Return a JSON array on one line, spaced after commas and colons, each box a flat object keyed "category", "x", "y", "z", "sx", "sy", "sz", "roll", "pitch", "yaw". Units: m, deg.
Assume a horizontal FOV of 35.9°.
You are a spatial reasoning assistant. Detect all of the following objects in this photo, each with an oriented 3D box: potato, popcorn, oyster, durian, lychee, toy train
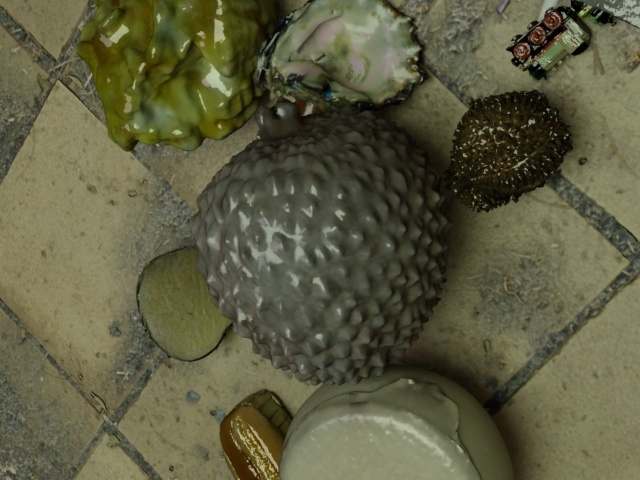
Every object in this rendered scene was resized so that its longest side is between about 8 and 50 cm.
[{"category": "potato", "x": -0.251, "y": 0.104, "z": 1.781, "sx": 0.117, "sy": 0.182, "sz": 0.202, "roll": 18, "pitch": 137, "yaw": 63}, {"category": "popcorn", "x": -0.227, "y": -0.324, "z": 1.609, "sx": 0.334, "sy": 0.292, "sz": 0.294, "roll": -20, "pitch": 129, "yaw": 14}, {"category": "oyster", "x": 0.026, "y": -0.278, "z": 1.517, "sx": 0.259, "sy": 0.092, "sz": 0.198, "roll": -18, "pitch": 81, "yaw": -12}, {"category": "durian", "x": 0.256, "y": -0.120, "z": 1.401, "sx": 0.167, "sy": 0.196, "sz": 0.196, "roll": 43, "pitch": 119, "yaw": 26}, {"category": "lychee", "x": 0.000, "y": 0.000, "z": 1.437, "sx": 0.380, "sy": 0.380, "sz": 0.432, "roll": -9, "pitch": 108, "yaw": 30}, {"category": "toy train", "x": 0.369, "y": -0.320, "z": 1.379, "sx": 0.249, "sy": 0.053, "sz": 0.085, "roll": -42, "pitch": 87, "yaw": 30}]

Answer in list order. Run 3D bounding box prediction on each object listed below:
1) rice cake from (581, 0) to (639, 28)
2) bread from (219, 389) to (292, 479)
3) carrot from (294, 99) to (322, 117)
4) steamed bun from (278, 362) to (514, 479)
[{"category": "rice cake", "x": 0.514, "y": -0.264, "z": 1.282, "sx": 0.364, "sy": 0.056, "sz": 0.073, "roll": 26, "pitch": 119, "yaw": 11}, {"category": "bread", "x": -0.092, "y": 0.395, "z": 1.771, "sx": 0.140, "sy": 0.106, "sz": 0.236, "roll": -37, "pitch": 83, "yaw": 32}, {"category": "carrot", "x": -0.020, "y": -0.182, "z": 1.608, "sx": 0.087, "sy": 0.087, "sz": 0.193, "roll": 33, "pitch": 113, "yaw": 18}, {"category": "steamed bun", "x": 0.128, "y": 0.362, "z": 1.563, "sx": 0.374, "sy": 0.241, "sz": 0.375, "roll": 7, "pitch": 107, "yaw": 23}]
